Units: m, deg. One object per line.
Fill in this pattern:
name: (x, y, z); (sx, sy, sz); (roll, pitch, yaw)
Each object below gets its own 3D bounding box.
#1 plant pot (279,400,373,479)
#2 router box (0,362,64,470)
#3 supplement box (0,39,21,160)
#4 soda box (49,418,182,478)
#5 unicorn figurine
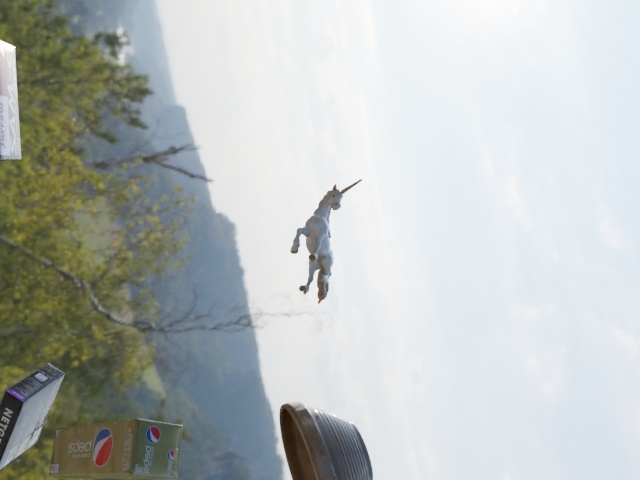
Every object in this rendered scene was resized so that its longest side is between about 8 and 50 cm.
plant pot: (0.018, 0.380, 1.328); (0.237, 0.110, 0.237); (166, -90, -74)
router box: (-0.563, 0.334, 1.469); (0.179, 0.046, 0.133); (-63, 173, 18)
supplement box: (-0.450, -0.145, 0.823); (0.073, 0.239, 0.130); (-106, -164, -84)
soda box: (-0.232, 0.238, 0.877); (0.181, 0.061, 0.058); (-16, -117, 43)
unicorn figurine: (0.000, 0.000, 1.068); (0.111, 0.060, 0.162); (-64, 169, -46)
